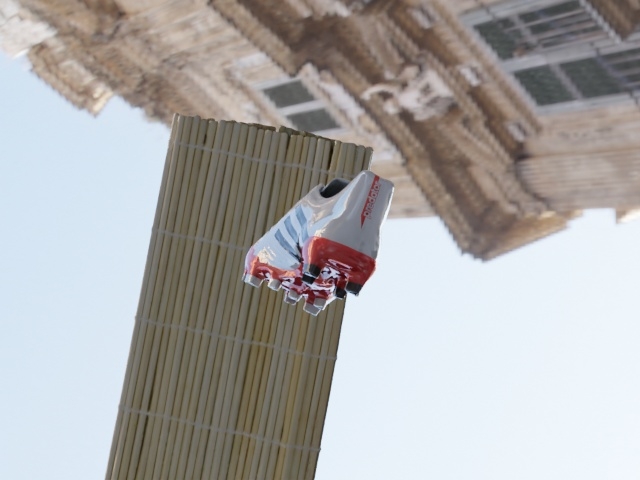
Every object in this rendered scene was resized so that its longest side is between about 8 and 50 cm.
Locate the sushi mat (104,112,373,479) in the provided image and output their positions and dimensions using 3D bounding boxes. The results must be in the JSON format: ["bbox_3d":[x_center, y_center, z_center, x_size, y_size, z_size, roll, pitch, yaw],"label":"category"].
[{"bbox_3d":[-0.061,0.068,0.955,0.151,0.019,0.317,9,-98,9],"label":"sushi mat"}]

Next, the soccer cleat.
[{"bbox_3d":[0.000,0.000,0.391,0.029,0.083,0.036,27,-103,-12],"label":"soccer cleat"}]
